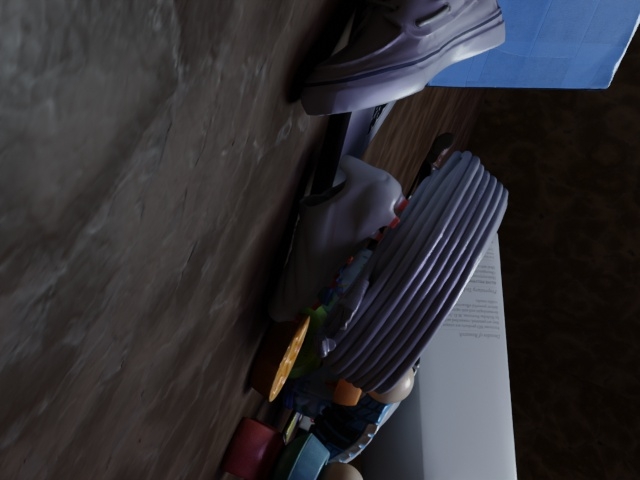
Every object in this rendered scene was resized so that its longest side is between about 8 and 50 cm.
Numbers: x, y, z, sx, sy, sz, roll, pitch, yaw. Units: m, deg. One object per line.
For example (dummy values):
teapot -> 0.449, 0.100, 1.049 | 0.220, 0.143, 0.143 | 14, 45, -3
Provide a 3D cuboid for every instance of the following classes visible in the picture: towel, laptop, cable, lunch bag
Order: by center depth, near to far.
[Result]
laptop -> 0.204, -0.236, 0.936 | 0.408, 0.236, 0.382 | -59, 168, -45
cable -> 0.092, 0.030, 0.972 | 0.257, 0.089, 0.257 | -55, 177, -6
lunch bag -> 0.028, 0.122, 1.300 | 0.176, 0.090, 0.219 | -49, 160, -68
towel -> -0.043, 0.288, 1.598 | 0.060, 0.009, 0.083 | 97, 18, -62

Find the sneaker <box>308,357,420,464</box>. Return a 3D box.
sneaker -> 0.058, 0.212, 1.220 | 0.191, 0.071, 0.083 | -45, 157, -15

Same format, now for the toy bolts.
toy bolts -> 0.003, 0.195, 1.094 | 0.218, 0.158, 0.229 | 41, 72, -82

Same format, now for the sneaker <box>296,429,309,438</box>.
sneaker -> 0.054, 0.261, 1.853 | 0.319, 0.127, 0.208 | -37, 127, -28

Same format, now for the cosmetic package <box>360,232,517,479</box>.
cosmetic package -> 0.152, 0.180, 1.385 | 0.197, 0.155, 0.366 | 151, -60, -63

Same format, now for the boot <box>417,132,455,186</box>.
boot -> 0.249, -0.167, 2.126 | 0.106, 0.037, 0.114 | -48, 161, -27

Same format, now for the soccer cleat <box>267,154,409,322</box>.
soccer cleat -> 0.000, 0.000, 0.897 | 0.196, 0.076, 0.068 | -48, -174, 35

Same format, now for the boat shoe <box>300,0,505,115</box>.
boat shoe -> 0.059, -0.159, 0.748 | 0.226, 0.083, 0.076 | -33, 116, -45

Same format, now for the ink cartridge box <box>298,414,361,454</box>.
ink cartridge box -> 0.083, 0.297, 1.746 | 0.087, 0.208, 0.153 | 22, 92, -85

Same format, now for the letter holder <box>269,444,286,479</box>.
letter holder -> -0.083, 0.458, 1.416 | 0.152, 0.214, 0.302 | 50, 57, -45

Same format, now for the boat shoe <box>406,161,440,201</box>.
boat shoe -> 0.192, -0.075, 2.017 | 0.065, 0.075, 0.206 | 51, 59, -31
